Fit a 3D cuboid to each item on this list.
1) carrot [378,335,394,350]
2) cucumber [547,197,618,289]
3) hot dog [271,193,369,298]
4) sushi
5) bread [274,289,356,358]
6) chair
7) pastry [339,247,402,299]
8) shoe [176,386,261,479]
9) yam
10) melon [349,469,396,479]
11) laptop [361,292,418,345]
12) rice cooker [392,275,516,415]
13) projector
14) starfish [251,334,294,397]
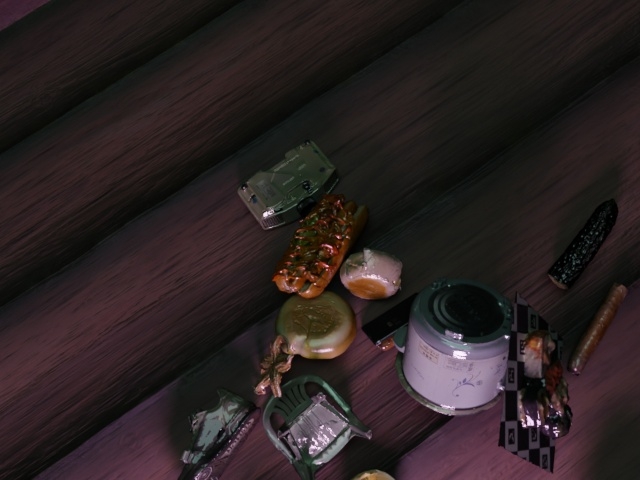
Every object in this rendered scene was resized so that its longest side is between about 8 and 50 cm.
[{"bbox_3d":[0.218,0.234,1.773,0.165,0.036,0.036,-30,64,-7],"label":"carrot"},{"bbox_3d":[0.687,0.001,1.775,0.072,0.072,0.300,35,76,22],"label":"cucumber"},{"bbox_3d":[0.000,0.000,1.827,0.158,0.117,0.349,18,53,25],"label":"hot dog"},{"bbox_3d":[0.507,0.326,1.527,0.068,0.320,0.340,-6,60,37],"label":"sushi"},{"bbox_3d":[-0.011,0.219,1.776,0.213,0.105,0.213,-6,54,8],"label":"bread"},{"bbox_3d":[-0.025,0.434,1.641,0.203,0.274,0.190,-41,89,-11],"label":"chair"},{"bbox_3d":[0.133,0.090,1.789,0.165,0.166,0.088,5,59,12],"label":"pastry"},{"bbox_3d":[-0.287,0.494,1.705,0.149,0.109,0.293,33,72,26],"label":"shoe"},{"bbox_3d":[0.679,0.217,1.694,0.046,0.046,0.264,30,73,21],"label":"yam"},{"bbox_3d":[0.130,0.607,1.600,0.160,0.079,0.128,25,54,20],"label":"melon"},{"bbox_3d":[0.195,0.197,1.756,0.180,0.129,0.016,-31,108,-6],"label":"laptop"},{"bbox_3d":[0.319,0.253,1.609,0.316,0.317,0.264,17,40,16],"label":"rice cooker"},{"bbox_3d":[-0.086,-0.154,1.971,0.269,0.088,0.193,-35,62,-7],"label":"projector"},{"bbox_3d":[-0.117,0.314,1.703,0.053,0.209,0.150,1,70,-29],"label":"starfish"}]
